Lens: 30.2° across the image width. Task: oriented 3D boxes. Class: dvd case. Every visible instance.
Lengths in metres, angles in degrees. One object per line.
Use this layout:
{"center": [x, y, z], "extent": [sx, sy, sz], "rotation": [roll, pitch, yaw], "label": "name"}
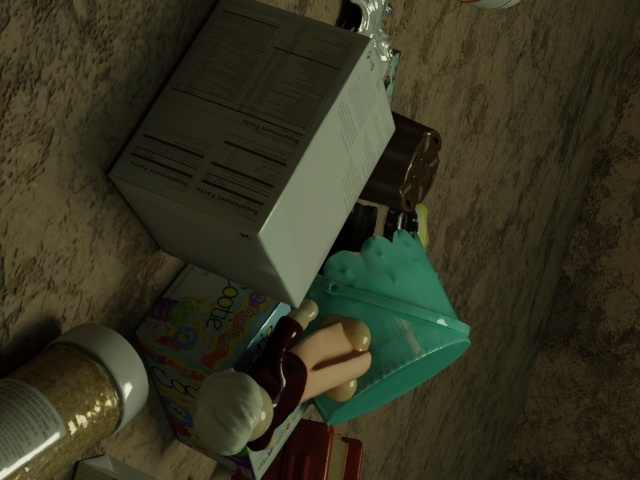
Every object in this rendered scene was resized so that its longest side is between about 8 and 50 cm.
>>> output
{"center": [0.088, -0.242, 1.842], "extent": [0.119, 0.013, 0.087], "rotation": [-37, 142, -53], "label": "dvd case"}

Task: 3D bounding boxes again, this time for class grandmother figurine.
{"center": [-0.042, 0.170, 1.426], "extent": [0.342, 0.104, 0.208], "rotation": [-22, 122, -63], "label": "grandmother figurine"}

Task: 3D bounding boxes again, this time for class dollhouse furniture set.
{"center": [-0.013, 0.231, 1.918], "extent": [0.201, 0.152, 0.374], "rotation": [48, 48, -65], "label": "dollhouse furniture set"}

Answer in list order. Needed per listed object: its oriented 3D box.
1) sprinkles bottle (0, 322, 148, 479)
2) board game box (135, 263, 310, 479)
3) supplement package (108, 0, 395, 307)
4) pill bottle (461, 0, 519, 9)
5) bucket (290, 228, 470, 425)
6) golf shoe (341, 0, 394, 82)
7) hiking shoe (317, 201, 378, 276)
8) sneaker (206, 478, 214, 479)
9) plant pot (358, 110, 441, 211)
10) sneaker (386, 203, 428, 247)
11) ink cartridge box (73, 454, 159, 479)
{"center": [-0.321, 0.207, 1.166], "extent": [0.355, 0.121, 0.121], "rotation": [-37, 142, -52], "label": "sprinkles bottle"}
{"center": [-0.122, 0.171, 1.562], "extent": [0.144, 0.142, 0.275], "rotation": [-54, 154, -30], "label": "board game box"}
{"center": [-0.068, -0.103, 1.361], "extent": [0.263, 0.198, 0.199], "rotation": [-61, 157, -19], "label": "supplement package"}
{"center": [0.265, -0.440, 1.924], "extent": [0.221, 0.121, 0.121], "rotation": [-10, 119, -65], "label": "pill bottle"}
{"center": [0.071, 0.129, 1.708], "extent": [0.281, 0.183, 0.281], "rotation": [-28, 164, -8], "label": "bucket"}
{"center": [0.057, -0.292, 1.684], "extent": [0.086, 0.069, 0.176], "rotation": [-26, 134, -31], "label": "golf shoe"}
{"center": [0.000, 0.000, 1.773], "extent": [0.227, 0.114, 0.086], "rotation": [125, -15, -50], "label": "hiking shoe"}
{"center": [-0.214, 0.447, 1.701], "extent": [0.235, 0.090, 0.095], "rotation": [-41, 118, -35], "label": "sneaker"}
{"center": [0.076, -0.124, 1.720], "extent": [0.167, 0.165, 0.167], "rotation": [-48, 151, -39], "label": "plant pot"}
{"center": [0.160, 0.022, 2.158], "extent": [0.094, 0.081, 0.209], "rotation": [-31, 137, -59], "label": "sneaker"}
{"center": [-0.265, 0.380, 1.457], "extent": [0.067, 0.115, 0.198], "rotation": [3, 107, -68], "label": "ink cartridge box"}
